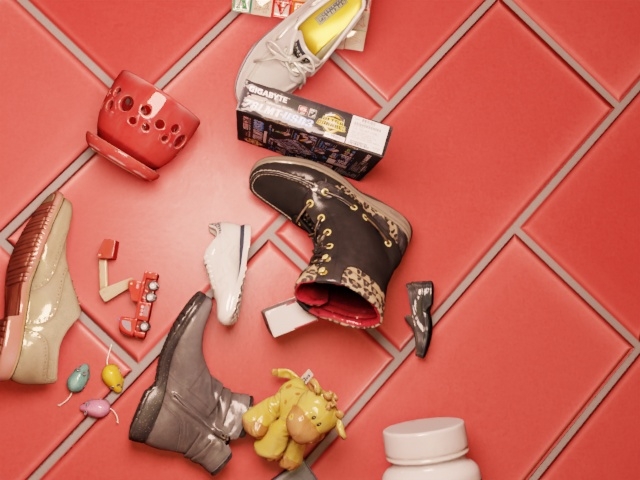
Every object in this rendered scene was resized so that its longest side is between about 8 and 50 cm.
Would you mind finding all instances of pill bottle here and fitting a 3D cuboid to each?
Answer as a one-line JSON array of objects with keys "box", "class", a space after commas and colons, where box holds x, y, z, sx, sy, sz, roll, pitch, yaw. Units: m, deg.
[{"box": [0.235, 0.557, 1.477, 0.204, 0.204, 0.361, -7, 85, -8], "class": "pill bottle"}]

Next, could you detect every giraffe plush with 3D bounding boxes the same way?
[{"box": [-0.030, 0.355, 1.462, 0.181, 0.170, 0.210, 35, 68, -23], "class": "giraffe plush"}]

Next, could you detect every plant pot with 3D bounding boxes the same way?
[{"box": [-0.369, -0.227, 1.502, 0.191, 0.191, 0.174, 30, 88, -3], "class": "plant pot"}]

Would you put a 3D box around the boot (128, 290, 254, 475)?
[{"box": [-0.235, 0.292, 1.509, 0.222, 0.118, 0.338, 23, 87, -11], "class": "boot"}]

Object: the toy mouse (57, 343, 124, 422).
[{"box": [-0.476, 0.313, 1.501, 0.143, 0.031, 0.161, -19, 86, -9], "class": "toy mouse"}]

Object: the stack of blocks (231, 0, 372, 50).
[{"box": [-0.040, -0.526, 1.588, 0.296, 0.087, 0.171, 8, 114, -6], "class": "stack of blocks"}]

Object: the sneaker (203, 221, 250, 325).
[{"box": [-0.201, 0.068, 1.521, 0.094, 0.090, 0.235, 8, 58, -8], "class": "sneaker"}]

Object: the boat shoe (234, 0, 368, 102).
[{"box": [-0.041, -0.393, 1.513, 0.367, 0.156, 0.136, -38, 111, 15], "class": "boat shoe"}]

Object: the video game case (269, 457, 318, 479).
[{"box": [-0.041, 0.627, 1.525, 0.196, 0.026, 0.274, -33, 89, -10], "class": "video game case"}]

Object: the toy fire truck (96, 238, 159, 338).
[{"box": [-0.411, 0.102, 1.526, 0.135, 0.047, 0.192, 11, 83, -5], "class": "toy fire truck"}]

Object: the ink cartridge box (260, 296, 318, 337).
[{"box": [-0.067, 0.156, 1.519, 0.099, 0.135, 0.056, -20, 89, -8], "class": "ink cartridge box"}]

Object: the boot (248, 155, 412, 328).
[{"box": [0.000, 0.000, 1.484, 0.377, 0.138, 0.284, 28, 44, -9], "class": "boot"}]

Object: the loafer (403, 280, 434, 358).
[{"box": [0.214, 0.172, 1.598, 0.061, 0.062, 0.170, 2, 79, 15], "class": "loafer"}]

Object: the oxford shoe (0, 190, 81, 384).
[{"box": [-0.560, 0.098, 1.488, 0.146, 0.140, 0.397, 21, 75, -36], "class": "oxford shoe"}]

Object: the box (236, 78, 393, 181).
[{"box": [-0.025, -0.216, 1.486, 0.293, 0.295, 0.074, 19, 84, -4], "class": "box"}]
